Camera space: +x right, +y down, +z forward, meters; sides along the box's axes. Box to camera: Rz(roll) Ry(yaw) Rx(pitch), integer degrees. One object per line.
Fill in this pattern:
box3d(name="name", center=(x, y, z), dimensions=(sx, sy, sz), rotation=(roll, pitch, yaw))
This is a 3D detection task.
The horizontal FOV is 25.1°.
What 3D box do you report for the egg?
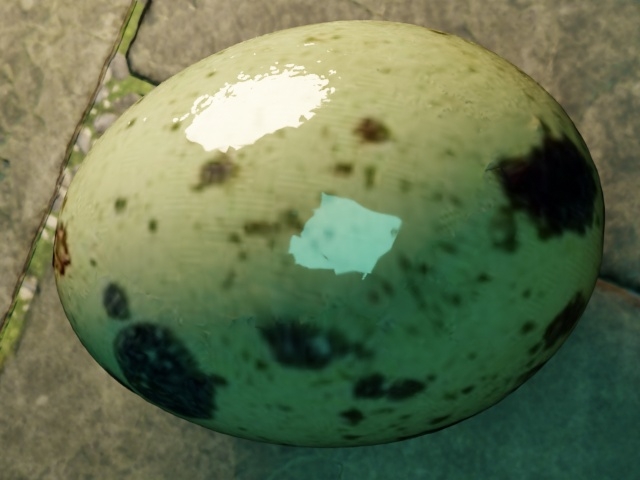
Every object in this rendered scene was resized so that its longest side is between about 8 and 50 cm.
box3d(name="egg", center=(0.000, 0.000, 0.970), dimensions=(0.379, 0.287, 0.287), rotation=(-14, 87, 11))
